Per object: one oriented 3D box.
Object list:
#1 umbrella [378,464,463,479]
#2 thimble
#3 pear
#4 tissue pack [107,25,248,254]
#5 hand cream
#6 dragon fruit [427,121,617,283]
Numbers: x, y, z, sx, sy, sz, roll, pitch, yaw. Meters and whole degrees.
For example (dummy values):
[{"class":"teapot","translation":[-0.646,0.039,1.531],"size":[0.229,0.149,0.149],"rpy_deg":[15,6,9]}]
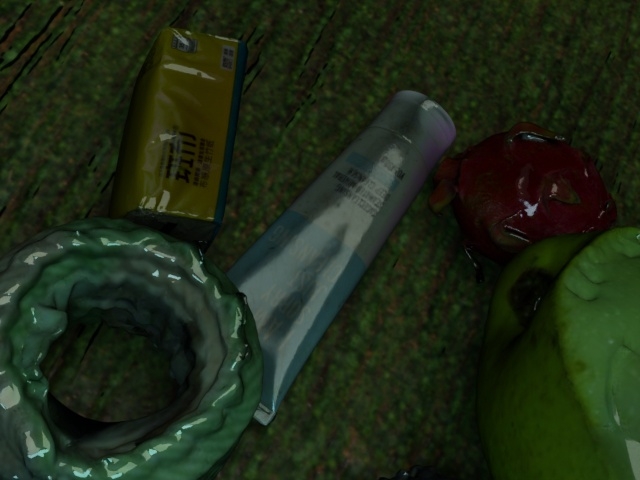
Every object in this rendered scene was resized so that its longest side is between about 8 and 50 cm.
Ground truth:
[{"class":"umbrella","translation":[0.099,0.325,0.908],"size":[0.154,0.128,0.337],"rpy_deg":[-20,68,-15]},{"class":"thimble","translation":[-0.152,0.098,0.921],"size":[0.219,0.150,0.219],"rpy_deg":[5,64,-11]},{"class":"pear","translation":[0.235,0.140,0.980],"size":[0.342,0.238,0.318],"rpy_deg":[-19,68,-44]},{"class":"tissue pack","translation":[-0.116,-0.068,1.041],"size":[0.082,0.120,0.169],"rpy_deg":[13,62,-14]},{"class":"hand cream","translation":[0.000,0.000,1.078],"size":[0.111,0.070,0.312],"rpy_deg":[34,63,7]},{"class":"dragon fruit","translation":[0.171,-0.037,1.114],"size":[0.166,0.133,0.136],"rpy_deg":[25,49,30]}]
